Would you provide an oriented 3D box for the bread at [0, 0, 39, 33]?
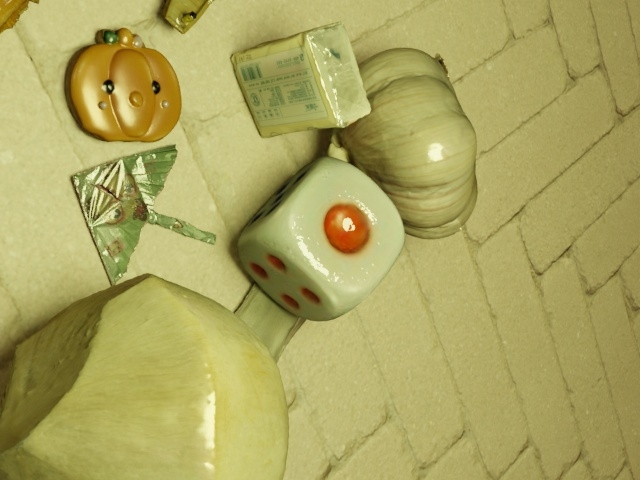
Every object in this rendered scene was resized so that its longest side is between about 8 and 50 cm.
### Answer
[{"bbox_3d":[-0.442,-0.267,0.887,0.139,0.077,0.271,45,66,-36],"label":"bread"}]

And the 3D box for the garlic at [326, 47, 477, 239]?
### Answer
[{"bbox_3d":[0.144,-0.152,1.249,0.322,0.241,0.322,54,26,-42],"label":"garlic"}]

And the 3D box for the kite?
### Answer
[{"bbox_3d":[-0.252,-0.037,1.097,0.250,0.012,0.229,27,78,-38],"label":"kite"}]

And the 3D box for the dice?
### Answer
[{"bbox_3d":[0.000,0.000,1.167,0.193,0.192,0.194,43,62,-11],"label":"dice"}]

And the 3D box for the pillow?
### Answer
[{"bbox_3d":[-0.088,0.134,1.222,0.131,0.038,0.232,43,63,-24],"label":"pillow"}]

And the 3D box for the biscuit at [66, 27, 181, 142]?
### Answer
[{"bbox_3d":[-0.269,-0.217,1.050,0.170,0.050,0.170,-2,93,-41],"label":"biscuit"}]

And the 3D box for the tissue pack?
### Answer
[{"bbox_3d":[-0.031,-0.241,1.151,0.092,0.196,0.148,-33,112,-34],"label":"tissue pack"}]

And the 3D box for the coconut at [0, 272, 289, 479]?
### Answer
[{"bbox_3d":[-0.231,0.234,0.916,0.415,0.345,0.415,-5,90,-66],"label":"coconut"}]

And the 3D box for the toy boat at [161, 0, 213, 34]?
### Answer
[{"bbox_3d":[-0.163,-0.401,1.106,0.068,0.088,0.226,40,67,-34],"label":"toy boat"}]
